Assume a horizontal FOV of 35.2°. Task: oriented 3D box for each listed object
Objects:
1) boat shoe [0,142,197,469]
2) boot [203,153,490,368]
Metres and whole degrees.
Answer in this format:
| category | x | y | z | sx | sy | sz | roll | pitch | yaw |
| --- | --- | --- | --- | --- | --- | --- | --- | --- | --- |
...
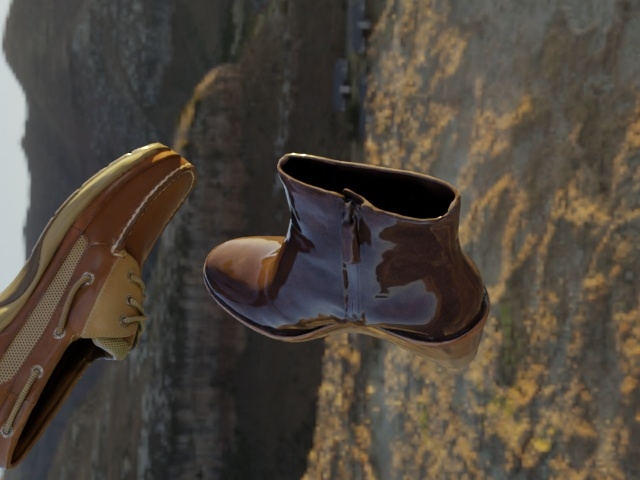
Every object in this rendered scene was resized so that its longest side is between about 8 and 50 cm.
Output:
| category | x | y | z | sx | sy | sz | roll | pitch | yaw |
| --- | --- | --- | --- | --- | --- | --- | --- | --- | --- |
| boat shoe | -0.212 | 0.062 | 0.905 | 0.324 | 0.120 | 0.122 | -52 | -13 | -13 |
| boot | 0.000 | 0.000 | 0.721 | 0.090 | 0.248 | 0.207 | -62 | -28 | -26 |
